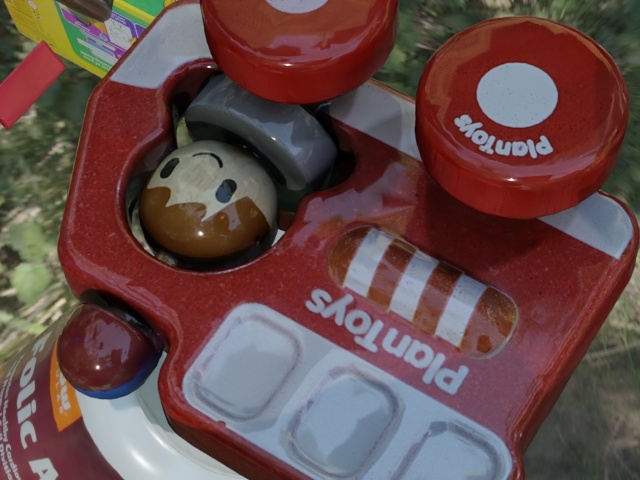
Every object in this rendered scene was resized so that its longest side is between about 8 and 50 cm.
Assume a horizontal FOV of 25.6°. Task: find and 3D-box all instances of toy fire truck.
[{"bbox_3d":[0.000,0.000,0.710,0.302,0.169,0.254,28,64,16],"label":"toy fire truck"}]

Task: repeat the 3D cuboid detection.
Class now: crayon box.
[{"bbox_3d":[-0.186,-0.220,1.350,0.278,0.165,0.081,29,67,19],"label":"crayon box"}]

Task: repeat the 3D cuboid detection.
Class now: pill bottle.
[{"bbox_3d":[-0.128,0.134,1.162,0.224,0.224,0.392,54,142,0],"label":"pill bottle"}]

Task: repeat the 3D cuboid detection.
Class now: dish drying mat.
[{"bbox_3d":[-0.250,-0.132,1.193,0.008,0.083,0.032,-10,127,47],"label":"dish drying mat"}]

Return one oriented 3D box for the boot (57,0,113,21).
[{"bbox_3d":[-0.185,-0.184,0.878,0.037,0.114,0.106,-49,51,25],"label":"boot"}]
